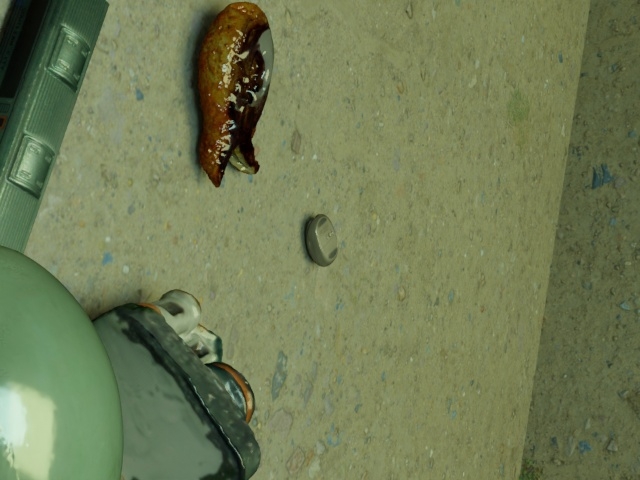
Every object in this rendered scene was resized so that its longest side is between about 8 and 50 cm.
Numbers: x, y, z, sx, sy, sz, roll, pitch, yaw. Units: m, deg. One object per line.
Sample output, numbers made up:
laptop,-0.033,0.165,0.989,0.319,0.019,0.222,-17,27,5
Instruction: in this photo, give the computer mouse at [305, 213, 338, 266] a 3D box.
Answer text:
computer mouse,-0.002,0.001,1.698,0.066,0.039,0.096,-44,122,-49

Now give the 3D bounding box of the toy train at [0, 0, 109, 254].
toy train,-0.340,-0.112,1.067,0.086,0.089,0.409,43,56,-59

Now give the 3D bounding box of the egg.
egg,-0.332,0.194,0.927,0.276,0.276,0.389,-16,104,-58

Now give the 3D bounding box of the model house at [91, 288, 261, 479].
model house,-0.162,0.190,1.248,0.271,0.190,0.301,50,21,6

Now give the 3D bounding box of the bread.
bread,-0.133,-0.218,1.413,0.139,0.095,0.269,-16,121,-56
